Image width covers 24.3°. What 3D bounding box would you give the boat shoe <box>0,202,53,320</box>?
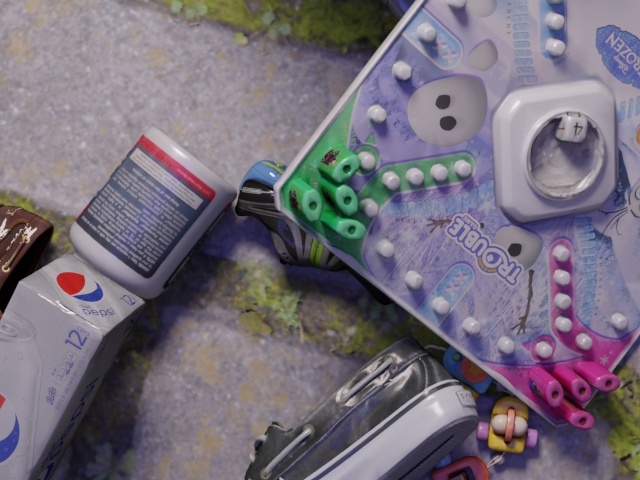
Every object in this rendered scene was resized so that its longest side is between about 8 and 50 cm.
[{"bbox_3d":[-0.320,0.066,1.425,0.073,0.073,0.207,20,88,7],"label":"boat shoe"}]

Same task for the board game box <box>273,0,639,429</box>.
[{"bbox_3d":[0.217,-0.075,1.318,0.390,0.050,0.390,38,89,-26],"label":"board game box"}]

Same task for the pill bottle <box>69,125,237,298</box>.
[{"bbox_3d":[-0.173,-0.008,1.404,0.108,0.108,0.180,38,89,5],"label":"pill bottle"}]

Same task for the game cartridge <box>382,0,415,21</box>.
[{"bbox_3d":[0.188,-0.241,1.427,0.297,0.062,0.198,39,85,5],"label":"game cartridge"}]

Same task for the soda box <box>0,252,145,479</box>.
[{"bbox_3d":[-0.272,0.157,1.352,0.091,0.098,0.286,33,113,5],"label":"soda box"}]

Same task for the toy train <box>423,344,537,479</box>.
[{"bbox_3d":[0.135,0.168,1.403,0.125,0.046,0.166,-19,85,2],"label":"toy train"}]

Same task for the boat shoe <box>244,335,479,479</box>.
[{"bbox_3d":[-0.010,0.220,1.387,0.335,0.121,0.119,-37,61,2],"label":"boat shoe"}]

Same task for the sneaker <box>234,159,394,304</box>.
[{"bbox_3d":[0.000,0.000,1.423,0.188,0.067,0.078,36,110,4],"label":"sneaker"}]
